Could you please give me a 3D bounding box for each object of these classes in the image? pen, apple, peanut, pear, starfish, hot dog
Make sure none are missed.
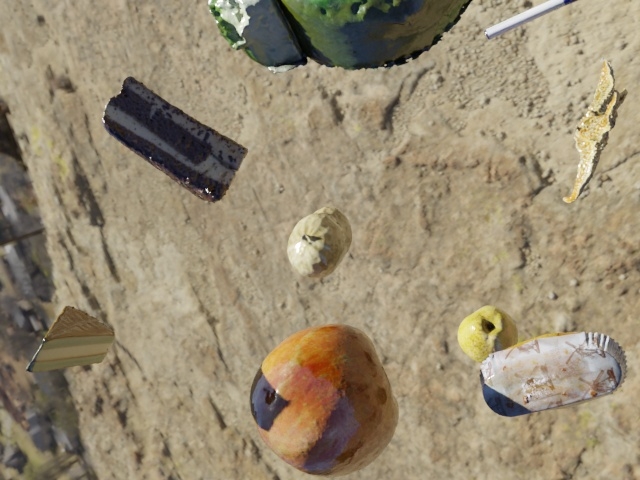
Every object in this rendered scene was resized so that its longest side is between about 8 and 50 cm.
[{"bbox_3d":[0.559,-0.591,1.826,0.269,0.033,0.033,-21,96,19],"label":"pen"},{"bbox_3d":[0.018,0.294,1.349,0.301,0.301,0.301,23,126,36],"label":"apple"},{"bbox_3d":[0.000,0.000,1.540,0.129,0.224,0.129,5,111,12],"label":"peanut"},{"bbox_3d":[0.471,0.263,1.978,0.178,0.178,0.178,23,126,36],"label":"pear"},{"bbox_3d":[0.624,-0.281,1.572,0.084,0.293,0.301,18,138,20],"label":"starfish"},{"bbox_3d":[0.418,0.241,1.278,0.268,0.075,0.144,-17,97,28],"label":"hot dog"}]

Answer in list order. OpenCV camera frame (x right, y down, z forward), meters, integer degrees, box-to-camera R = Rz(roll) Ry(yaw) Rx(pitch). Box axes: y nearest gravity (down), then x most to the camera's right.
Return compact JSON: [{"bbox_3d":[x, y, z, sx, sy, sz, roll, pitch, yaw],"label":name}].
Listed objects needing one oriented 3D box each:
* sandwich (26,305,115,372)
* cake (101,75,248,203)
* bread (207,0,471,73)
[{"bbox_3d":[-0.448,0.199,1.279,0.113,0.163,0.079,30,99,-12],"label":"sandwich"},{"bbox_3d":[-0.261,-0.170,1.242,0.246,0.112,0.135,31,172,-11],"label":"cake"},{"bbox_3d":[0.026,-0.382,0.951,0.366,0.382,0.129,52,179,33],"label":"bread"}]
